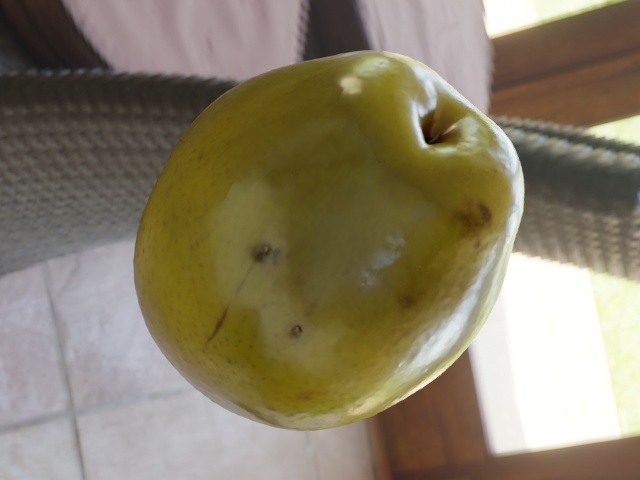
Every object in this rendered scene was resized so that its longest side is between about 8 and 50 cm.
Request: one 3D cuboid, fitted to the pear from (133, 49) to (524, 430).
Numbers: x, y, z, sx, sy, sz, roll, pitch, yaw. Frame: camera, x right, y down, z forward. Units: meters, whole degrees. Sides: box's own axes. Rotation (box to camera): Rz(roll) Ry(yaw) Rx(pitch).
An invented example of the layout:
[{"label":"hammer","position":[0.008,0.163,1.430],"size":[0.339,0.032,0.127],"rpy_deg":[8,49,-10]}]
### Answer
[{"label":"pear","position":[0.000,0.000,1.377],"size":[0.362,0.418,0.362],"rpy_deg":[23,45,-26]}]
